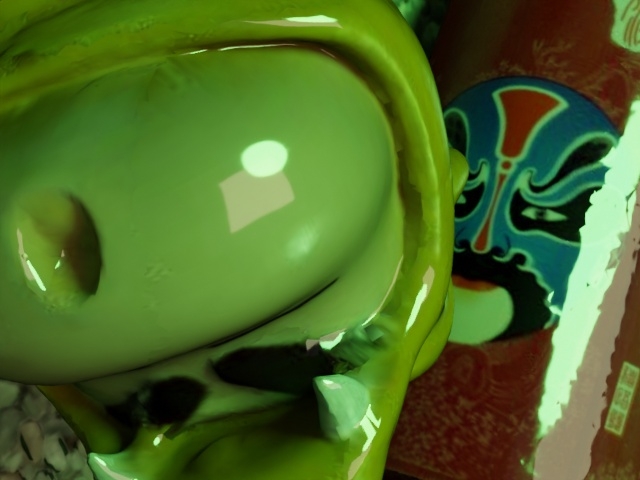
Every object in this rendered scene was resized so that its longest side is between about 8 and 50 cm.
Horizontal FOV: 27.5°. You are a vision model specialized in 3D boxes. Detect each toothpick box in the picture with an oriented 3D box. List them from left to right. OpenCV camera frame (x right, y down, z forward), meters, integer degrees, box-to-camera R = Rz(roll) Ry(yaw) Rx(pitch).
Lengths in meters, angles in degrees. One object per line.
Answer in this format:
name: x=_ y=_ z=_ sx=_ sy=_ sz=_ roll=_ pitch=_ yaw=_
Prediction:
toothpick box: x=0.132 y=-0.006 z=0.751 sx=0.204 sy=0.204 sz=0.333 roll=30 pitch=73 yaw=-40

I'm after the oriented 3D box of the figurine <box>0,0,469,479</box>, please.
figurine: x=-0.075 y=-0.109 z=0.512 sx=0.401 sy=0.268 sz=0.387 roll=-48 pitch=121 yaw=-34
